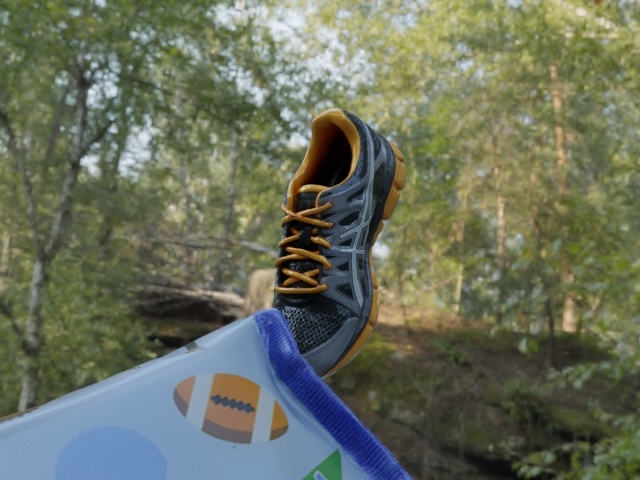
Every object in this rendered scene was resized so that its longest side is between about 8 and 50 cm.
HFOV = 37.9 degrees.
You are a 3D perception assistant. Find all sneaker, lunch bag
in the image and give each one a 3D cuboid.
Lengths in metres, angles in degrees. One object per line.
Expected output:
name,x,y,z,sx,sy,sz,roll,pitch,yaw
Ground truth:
sneaker,0.000,0.000,0.686,0.084,0.215,0.083,-3,-29,30
lunch bag,-0.148,0.253,0.471,0.327,0.239,0.385,-17,-37,-36
